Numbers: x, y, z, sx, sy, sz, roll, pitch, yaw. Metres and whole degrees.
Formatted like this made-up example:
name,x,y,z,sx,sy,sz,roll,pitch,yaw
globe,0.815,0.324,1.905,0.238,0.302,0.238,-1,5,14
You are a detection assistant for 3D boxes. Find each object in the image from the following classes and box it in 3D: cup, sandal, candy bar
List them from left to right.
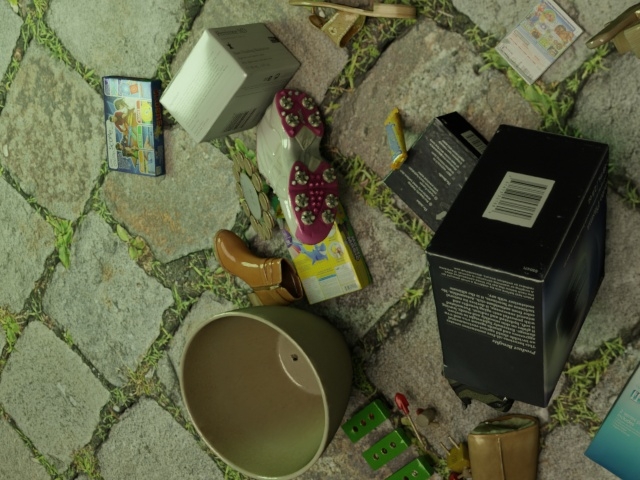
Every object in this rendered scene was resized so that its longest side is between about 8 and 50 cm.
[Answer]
name,x,y,z,sx,sy,sz,roll,pitch,yaw
cup,-0.070,0.258,1.840,0.331,0.237,0.330,10,110,29
sandal,0.048,-0.373,1.663,0.240,0.088,0.079,9,103,24
candy bar,0.130,-0.175,1.651,0.018,0.161,0.040,27,121,-21

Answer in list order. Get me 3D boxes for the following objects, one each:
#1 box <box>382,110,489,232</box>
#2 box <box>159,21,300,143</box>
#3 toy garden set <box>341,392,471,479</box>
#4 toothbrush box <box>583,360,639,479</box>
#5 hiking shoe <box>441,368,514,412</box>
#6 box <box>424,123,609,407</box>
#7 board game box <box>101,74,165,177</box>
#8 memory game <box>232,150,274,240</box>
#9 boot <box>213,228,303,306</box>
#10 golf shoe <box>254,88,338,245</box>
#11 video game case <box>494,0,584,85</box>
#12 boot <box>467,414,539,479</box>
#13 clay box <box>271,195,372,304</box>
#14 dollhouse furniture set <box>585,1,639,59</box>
name,x,y,z,sx,sy,sz,roll,pitch,yaw
box,0.221,-0.109,1.633,0.156,0.093,0.158,46,122,11
box,-0.166,-0.292,1.763,0.119,0.181,0.182,48,123,10
toy garden set,0.186,0.401,1.843,0.244,0.049,0.204,52,126,9
toothbrush box,0.547,0.211,1.456,0.126,0.216,0.295,33,120,19
hiking shoe,0.332,0.243,1.693,0.227,0.086,0.114,-15,110,40
box,0.309,0.037,1.444,0.183,0.296,0.294,15,142,26
board game box,-0.393,-0.240,2.009,0.136,0.035,0.201,11,110,29
memory game,-0.130,-0.085,1.845,0.186,0.012,0.186,56,158,36
boot,-0.118,0.049,1.881,0.197,0.073,0.152,55,148,-11
golf shoe,-0.050,-0.121,1.758,0.140,0.115,0.306,-34,56,46
video game case,0.350,-0.322,1.537,0.087,0.011,0.122,49,124,10
boot,0.285,0.461,1.722,0.089,0.236,0.269,-144,46,-66
clay box,0.000,0.000,1.828,0.128,0.053,0.222,-19,92,33
dollhouse furniture set,0.572,-0.183,1.311,0.355,0.174,0.303,58,150,-10
